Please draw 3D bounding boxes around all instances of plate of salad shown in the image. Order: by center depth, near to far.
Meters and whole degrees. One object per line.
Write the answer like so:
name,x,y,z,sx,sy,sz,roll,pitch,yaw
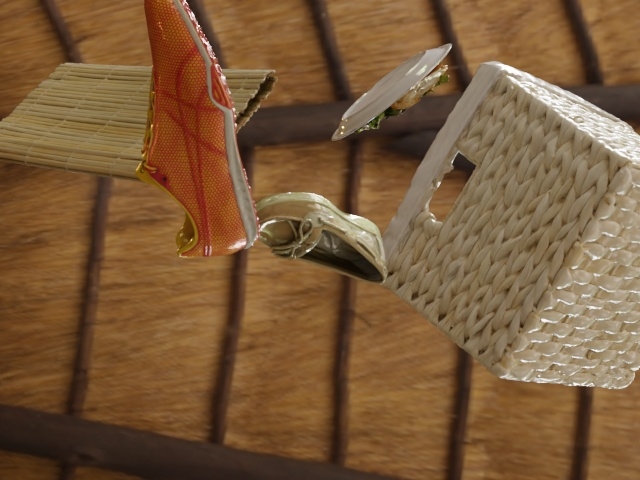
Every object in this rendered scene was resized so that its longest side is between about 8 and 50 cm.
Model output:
plate of salad,0.098,-0.187,1.428,0.048,0.200,0.200,49,-124,-11

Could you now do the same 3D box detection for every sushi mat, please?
sushi mat,-0.196,-0.120,1.050,0.151,0.317,0.019,-52,-47,-30

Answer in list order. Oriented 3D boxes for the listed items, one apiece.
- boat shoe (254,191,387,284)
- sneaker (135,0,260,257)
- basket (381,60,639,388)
boat shoe,-0.001,0.001,0.908,0.153,0.056,0.048,20,-137,-46
sneaker,-0.082,-0.066,0.649,0.068,0.064,0.175,-13,-68,-5
basket,0.305,-0.003,1.405,0.331,0.266,0.328,12,-67,-45
